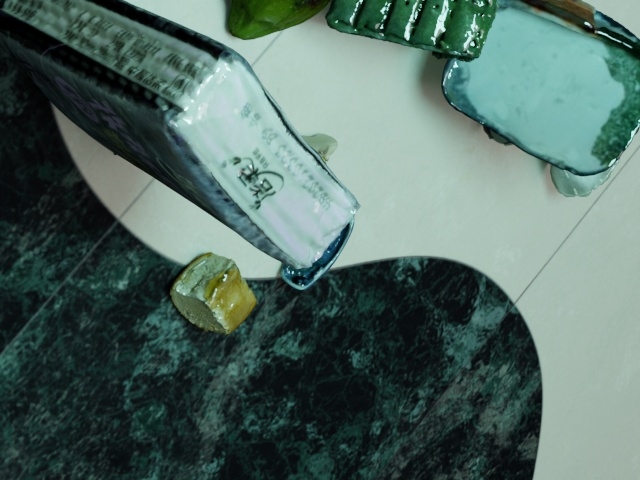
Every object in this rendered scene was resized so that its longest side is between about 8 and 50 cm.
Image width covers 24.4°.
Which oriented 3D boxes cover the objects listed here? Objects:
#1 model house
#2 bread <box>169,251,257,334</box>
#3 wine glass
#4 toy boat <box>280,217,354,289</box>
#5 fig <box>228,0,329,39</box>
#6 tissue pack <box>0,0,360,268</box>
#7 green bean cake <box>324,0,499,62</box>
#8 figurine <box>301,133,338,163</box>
[{"bbox_3d":[0.310,-0.234,1.920,0.291,0.253,0.184,-52,166,-65],"label":"model house"},{"bbox_3d":[-0.129,0.064,1.781,0.070,0.077,0.083,-51,135,-26],"label":"bread"},{"bbox_3d":[0.315,-0.143,2.050,0.183,0.122,0.122,25,93,-39],"label":"wine glass"},{"bbox_3d":[0.000,0.000,1.868,0.137,0.060,0.061,-52,156,-4],"label":"toy boat"},{"bbox_3d":[-0.050,-0.291,1.667,0.123,0.123,0.156,7,143,-43],"label":"fig"},{"bbox_3d":[-0.151,-0.124,1.464,0.122,0.361,0.259,-52,134,-9],"label":"tissue pack"},{"bbox_3d":[0.129,-0.269,1.732,0.208,0.194,0.107,2,102,-70],"label":"green bean cake"},{"bbox_3d":[-0.017,-0.101,1.823,0.083,0.047,0.050,-14,134,-44],"label":"figurine"}]
